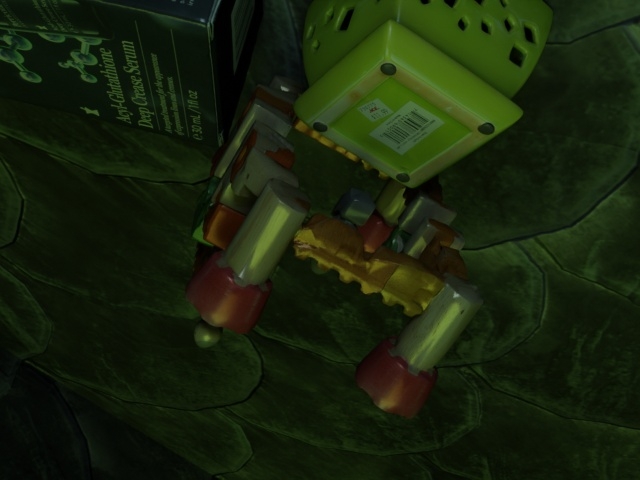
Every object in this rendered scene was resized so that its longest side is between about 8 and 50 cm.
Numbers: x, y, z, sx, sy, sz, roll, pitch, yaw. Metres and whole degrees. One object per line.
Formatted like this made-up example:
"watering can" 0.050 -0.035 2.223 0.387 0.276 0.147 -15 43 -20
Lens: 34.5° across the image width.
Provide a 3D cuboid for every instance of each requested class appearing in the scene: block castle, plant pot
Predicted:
"block castle" 0.000 0.000 1.260 0.303 0.453 0.212 28 113 -14
"plant pot" 0.111 -0.204 1.212 0.227 0.207 0.228 30 143 -22

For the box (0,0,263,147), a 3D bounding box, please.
"box" -0.277 -0.296 1.167 0.396 0.212 0.293 14 161 2
